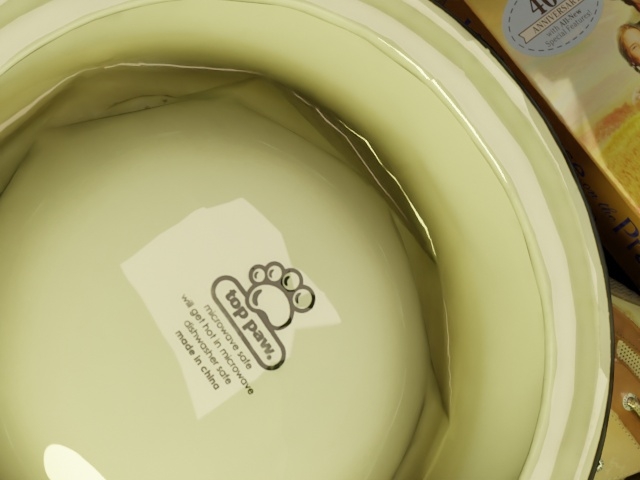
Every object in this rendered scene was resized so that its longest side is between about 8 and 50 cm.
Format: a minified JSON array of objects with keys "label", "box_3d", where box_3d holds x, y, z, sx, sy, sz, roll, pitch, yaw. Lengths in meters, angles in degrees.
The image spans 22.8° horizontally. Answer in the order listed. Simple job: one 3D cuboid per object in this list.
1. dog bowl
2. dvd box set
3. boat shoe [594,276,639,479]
[{"label":"dog bowl","box_3d":[-0.063,0.053,0.827,0.408,0.150,0.408,2,83,-18]},{"label":"dvd box set","box_3d":[0.268,-0.143,1.174,0.307,0.062,0.420,-34,83,-28]},{"label":"boat shoe","box_3d":[0.186,0.116,1.061,0.324,0.122,0.120,34,63,-21]}]
